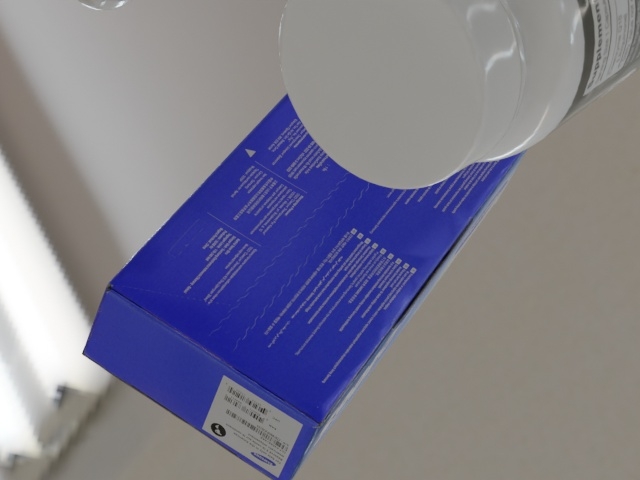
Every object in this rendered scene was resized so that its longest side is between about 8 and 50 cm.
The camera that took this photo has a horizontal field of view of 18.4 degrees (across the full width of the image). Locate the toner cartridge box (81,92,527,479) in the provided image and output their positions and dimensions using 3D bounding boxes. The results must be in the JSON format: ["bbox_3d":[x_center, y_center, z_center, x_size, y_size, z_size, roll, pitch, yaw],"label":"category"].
[{"bbox_3d":[0.000,0.000,1.365,0.165,0.348,0.075,34,-45,7],"label":"toner cartridge box"}]

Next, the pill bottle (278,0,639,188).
[{"bbox_3d":[0.110,-0.142,1.164,0.161,0.283,0.161,19,-56,30],"label":"pill bottle"}]

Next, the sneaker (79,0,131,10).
[{"bbox_3d":[-0.089,-0.233,1.314,0.090,0.115,0.232,21,-113,23],"label":"sneaker"}]
